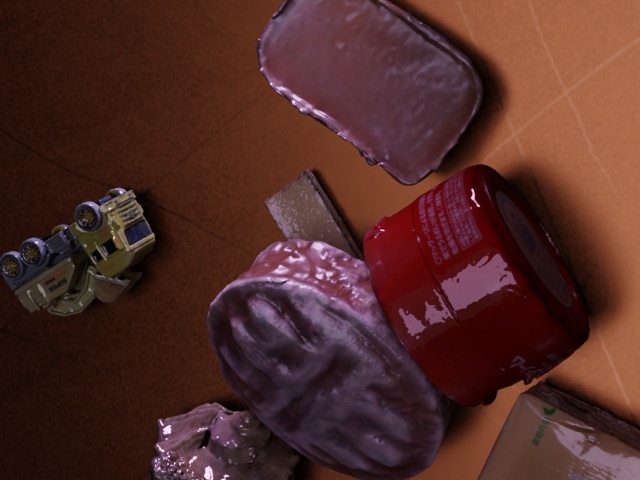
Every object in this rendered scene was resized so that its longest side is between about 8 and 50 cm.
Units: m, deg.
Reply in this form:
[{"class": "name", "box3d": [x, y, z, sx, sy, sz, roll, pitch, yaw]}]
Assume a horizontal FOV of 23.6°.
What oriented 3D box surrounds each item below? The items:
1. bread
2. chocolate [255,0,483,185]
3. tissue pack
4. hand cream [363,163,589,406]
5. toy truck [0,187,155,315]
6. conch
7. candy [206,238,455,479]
[{"class": "bread", "box3d": [0.000, 0.000, 1.738, 0.068, 0.028, 0.153, -34, 83, 21]}, {"class": "chocolate", "box3d": [0.058, -0.178, 1.670, 0.261, 0.083, 0.161, 41, 95, 14]}, {"class": "tissue pack", "box3d": [0.257, 0.286, 1.628, 0.186, 0.090, 0.222, 29, 104, 18]}, {"class": "hand cream", "box3d": [0.163, 0.044, 1.574, 0.149, 0.230, 0.230, -35, 82, 18]}, {"class": "toy truck", "box3d": [-0.284, 0.027, 1.822, 0.191, 0.085, 0.116, -30, 93, 24]}, {"class": "conch", "box3d": [-0.127, 0.289, 1.775, 0.178, 0.163, 0.245, 47, 132, 45]}, {"class": "candy", "box3d": [0.019, 0.129, 1.661, 0.289, 0.157, 0.214, 41, 130, -3]}]
